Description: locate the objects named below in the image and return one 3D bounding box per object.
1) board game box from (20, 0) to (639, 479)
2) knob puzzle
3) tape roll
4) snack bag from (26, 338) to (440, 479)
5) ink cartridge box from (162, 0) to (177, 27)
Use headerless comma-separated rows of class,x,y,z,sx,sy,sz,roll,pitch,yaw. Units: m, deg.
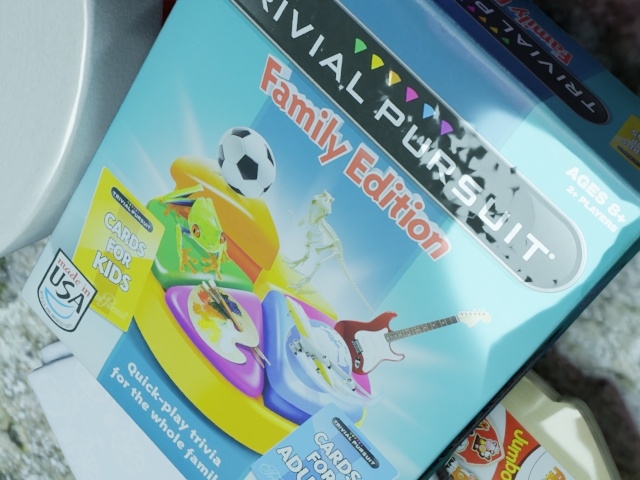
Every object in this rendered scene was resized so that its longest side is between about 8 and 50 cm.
board game box,0.000,0.000,0.751,0.254,0.079,0.336,45,128,13
knob puzzle,0.110,0.150,0.828,0.213,0.030,0.213,18,120,35
tape roll,-0.268,-0.165,0.840,0.392,0.072,0.392,10,110,28
snack bag,-0.038,0.188,0.932,0.342,0.037,0.323,-20,95,45
ink cartridge box,-0.165,-0.151,0.881,0.296,0.066,0.261,-20,96,40
